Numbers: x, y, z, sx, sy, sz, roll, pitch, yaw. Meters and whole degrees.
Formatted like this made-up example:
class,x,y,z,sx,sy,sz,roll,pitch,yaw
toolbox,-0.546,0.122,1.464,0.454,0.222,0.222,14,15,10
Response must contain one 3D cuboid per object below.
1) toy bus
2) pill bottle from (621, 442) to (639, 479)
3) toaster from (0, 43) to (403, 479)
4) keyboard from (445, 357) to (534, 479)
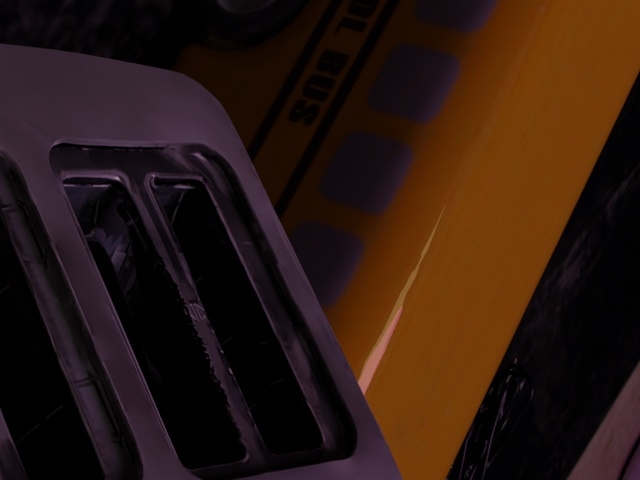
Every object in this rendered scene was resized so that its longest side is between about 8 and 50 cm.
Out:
class,x,y,z,sx,sy,sz,roll,pitch,yaw
toy bus,0.000,0.000,0.606,0.332,0.130,0.108,-63,148,-16
pill bottle,0.314,0.202,1.108,0.136,0.246,0.136,-34,133,-46
toaster,-0.086,0.041,0.442,0.110,0.185,0.168,-39,156,33
keyboard,0.072,0.078,0.857,0.100,0.038,0.192,33,78,-59
